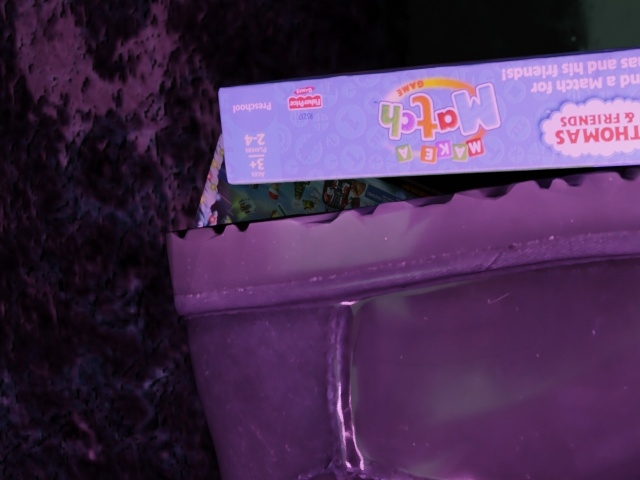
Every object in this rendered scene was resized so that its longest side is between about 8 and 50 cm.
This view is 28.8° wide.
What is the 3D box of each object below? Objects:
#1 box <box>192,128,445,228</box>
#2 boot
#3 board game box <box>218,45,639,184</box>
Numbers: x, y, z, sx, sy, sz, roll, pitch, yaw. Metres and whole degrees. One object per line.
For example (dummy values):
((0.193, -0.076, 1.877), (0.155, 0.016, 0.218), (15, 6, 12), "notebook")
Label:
((0.000, 0.000, 0.635), (0.137, 0.027, 0.094), (26, 110, 23), "box")
((0.130, 0.193, 0.514), (0.367, 0.146, 0.445), (-7, 92, 30), "boot")
((0.086, -0.049, 0.475), (0.160, 0.211, 0.039), (-1, 97, 29), "board game box")
